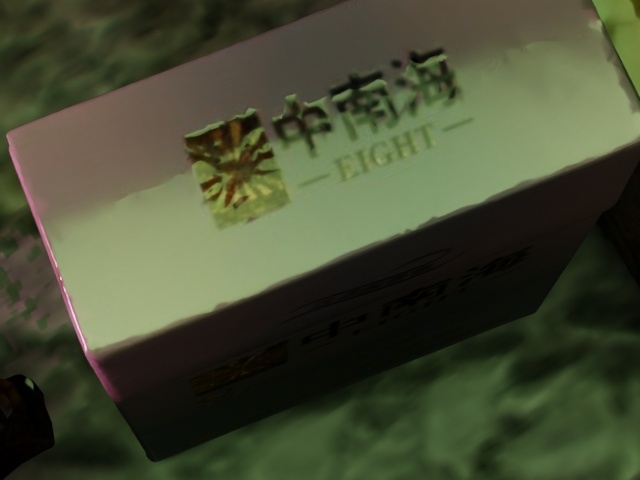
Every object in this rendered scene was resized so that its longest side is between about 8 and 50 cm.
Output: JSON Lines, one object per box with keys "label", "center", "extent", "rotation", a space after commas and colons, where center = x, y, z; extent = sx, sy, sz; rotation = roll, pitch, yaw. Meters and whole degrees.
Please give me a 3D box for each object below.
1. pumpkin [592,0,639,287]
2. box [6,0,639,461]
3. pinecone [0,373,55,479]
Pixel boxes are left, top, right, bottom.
{"label": "pumpkin", "center": [0.222, -0.070, 0.653], "extent": [0.332, 0.199, 0.332], "rotation": [2, 77, -9]}
{"label": "box", "center": [0.000, 0.000, 0.596], "extent": [0.155, 0.243, 0.067], "rotation": [-23, 79, -5]}
{"label": "pinecone", "center": [-0.164, 0.112, 0.595], "extent": [0.221, 0.221, 0.221], "rotation": [0, 80, -2]}
